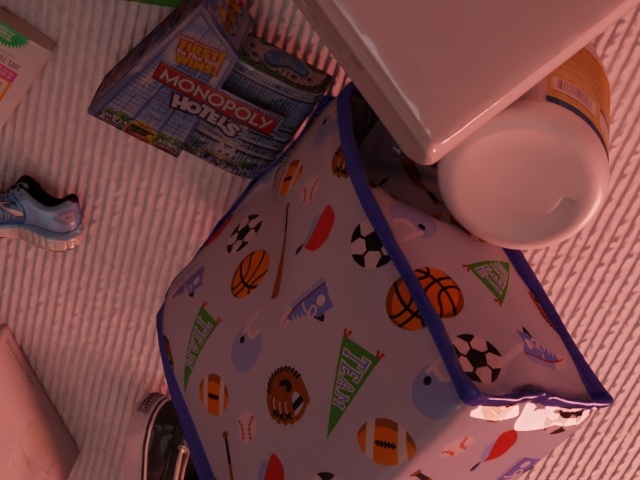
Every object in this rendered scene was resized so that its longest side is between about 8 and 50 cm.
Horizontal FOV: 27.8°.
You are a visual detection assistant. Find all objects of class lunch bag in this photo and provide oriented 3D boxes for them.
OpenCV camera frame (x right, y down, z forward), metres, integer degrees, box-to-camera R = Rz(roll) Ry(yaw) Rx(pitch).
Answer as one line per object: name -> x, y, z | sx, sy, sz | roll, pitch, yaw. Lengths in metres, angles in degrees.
lunch bag -> 0.027, 0.086, 1.201 | 0.239, 0.385, 0.328 | 11, 130, -46

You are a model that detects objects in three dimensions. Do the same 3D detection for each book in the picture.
book -> -0.346, -0.175, 1.326 | 0.096, 0.035, 0.144 | 31, 126, -16

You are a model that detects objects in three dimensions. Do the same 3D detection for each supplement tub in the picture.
supplement tub -> 0.184, -0.103, 1.144 | 0.144, 0.199, 0.144 | 7, 128, 9

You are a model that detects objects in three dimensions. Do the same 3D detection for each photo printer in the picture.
photo printer -> 0.126, -0.248, 1.012 | 0.307, 0.107, 0.256 | -37, 97, -9

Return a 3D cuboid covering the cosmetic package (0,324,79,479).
cosmetic package -> -0.422, 0.262, 1.549 | 0.138, 0.224, 0.224 | -10, 124, 17

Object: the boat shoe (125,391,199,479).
boat shoe -> -0.174, 0.325, 1.611 | 0.105, 0.113, 0.306 | 16, 121, 19

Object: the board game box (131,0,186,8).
board game box -> -0.214, -0.289, 1.204 | 0.260, 0.039, 0.124 | 11, 129, 8

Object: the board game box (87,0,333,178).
board game box -> -0.098, -0.154, 1.236 | 0.194, 0.060, 0.194 | 26, 139, -12

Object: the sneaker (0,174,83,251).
sneaker -> -0.336, -0.042, 1.416 | 0.162, 0.063, 0.073 | 11, 111, 0
